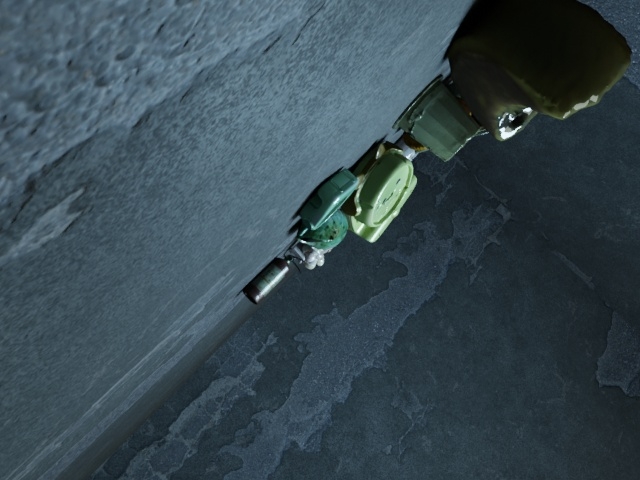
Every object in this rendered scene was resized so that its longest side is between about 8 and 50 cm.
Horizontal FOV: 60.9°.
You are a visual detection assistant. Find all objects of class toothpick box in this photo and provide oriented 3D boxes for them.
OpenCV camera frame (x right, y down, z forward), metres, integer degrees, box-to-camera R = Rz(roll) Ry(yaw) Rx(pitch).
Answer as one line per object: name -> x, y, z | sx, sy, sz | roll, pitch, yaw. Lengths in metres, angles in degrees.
toothpick box -> 0.342, -0.363, 2.145 | 0.149, 0.098, 0.098 | -47, 177, 7

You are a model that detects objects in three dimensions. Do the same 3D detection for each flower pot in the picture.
flower pot -> 0.356, -0.350, 1.646 | 0.212, 0.202, 0.212 | -42, 178, -2

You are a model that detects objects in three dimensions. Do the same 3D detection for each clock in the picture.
clock -> 0.006, -0.093, 1.471 | 0.211, 0.066, 0.159 | -48, 176, 38
clock -> 0.186, -0.166, 1.736 | 0.286, 0.117, 0.348 | -54, 159, -7

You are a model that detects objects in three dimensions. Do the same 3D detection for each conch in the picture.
conch -> 0.002, -0.036, 1.688 | 0.176, 0.121, 0.188 | -24, 170, -12

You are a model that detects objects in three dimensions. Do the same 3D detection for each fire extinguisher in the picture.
fire extinguisher -> -0.155, 0.128, 1.877 | 0.231, 0.099, 0.071 | -43, -179, -21

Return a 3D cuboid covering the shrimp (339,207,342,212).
shrimp -> 0.128, -0.119, 2.140 | 0.360, 0.085, 0.247 | -57, 172, -17

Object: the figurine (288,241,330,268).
figurine -> -0.003, -0.010, 1.948 | 0.182, 0.144, 0.256 | -19, 165, -33

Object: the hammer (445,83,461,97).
hammer -> 0.519, -0.553, 2.098 | 0.335, 0.119, 0.206 | -52, -177, -40

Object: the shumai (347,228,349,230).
shumai -> 0.151, -0.126, 2.594 | 0.145, 0.145, 0.116 | -45, 158, -8

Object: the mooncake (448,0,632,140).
mooncake -> 0.509, -0.392, 1.282 | 0.246, 0.394, 0.393 | -49, 137, 3

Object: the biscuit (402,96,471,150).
biscuit -> 0.387, -0.397, 1.827 | 0.254, 0.035, 0.254 | -27, -145, 21

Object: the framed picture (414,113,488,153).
framed picture -> 0.460, -0.404, 1.855 | 0.293, 0.018, 0.231 | -14, -141, 20
